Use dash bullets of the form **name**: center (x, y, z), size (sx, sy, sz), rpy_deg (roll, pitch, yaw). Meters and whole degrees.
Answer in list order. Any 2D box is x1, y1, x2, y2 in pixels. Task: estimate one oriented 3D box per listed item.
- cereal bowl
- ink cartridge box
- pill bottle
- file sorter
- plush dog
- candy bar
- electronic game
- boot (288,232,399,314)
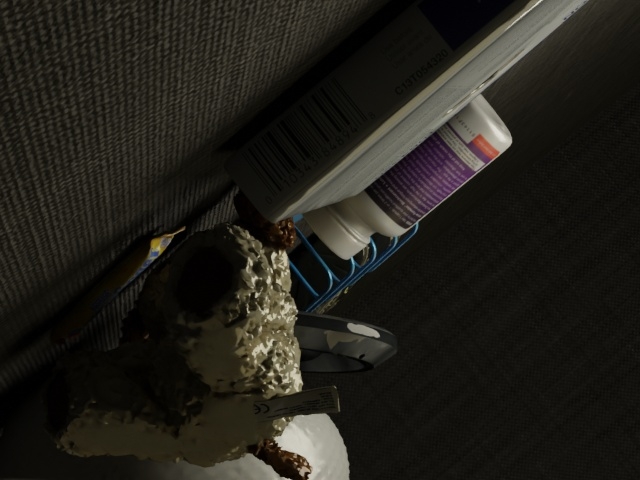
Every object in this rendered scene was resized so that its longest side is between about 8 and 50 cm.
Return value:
- **cereal bowl**: center (-0.137, 0.183, 1.810), size (0.339, 0.141, 0.339), rpy_deg (5, 169, 1)
- **ink cartridge box**: center (0.097, -0.148, 1.512), size (0.324, 0.071, 0.330), rpy_deg (-40, 177, 12)
- **pill bottle**: center (0.074, -0.072, 1.761), size (0.193, 0.108, 0.108), rpy_deg (-40, 174, 11)
- **file sorter**: center (0.000, 0.000, 1.896), size (0.170, 0.104, 0.118), rpy_deg (-32, 171, -48)
- **plush dog**: center (-0.084, 0.074, 1.582), size (0.262, 0.211, 0.225), rpy_deg (-41, -151, 31)
- **candy bar**: center (-0.170, 0.036, 1.543), size (0.161, 0.018, 0.040), rpy_deg (-43, 173, 31)
- **electronic game**: center (-0.041, 0.091, 1.787), size (0.229, 0.048, 0.229), rpy_deg (5, 169, 1)
- **boot**: center (-0.002, 0.050, 2.403), size (0.236, 0.085, 0.178), rpy_deg (-42, 176, 26)
